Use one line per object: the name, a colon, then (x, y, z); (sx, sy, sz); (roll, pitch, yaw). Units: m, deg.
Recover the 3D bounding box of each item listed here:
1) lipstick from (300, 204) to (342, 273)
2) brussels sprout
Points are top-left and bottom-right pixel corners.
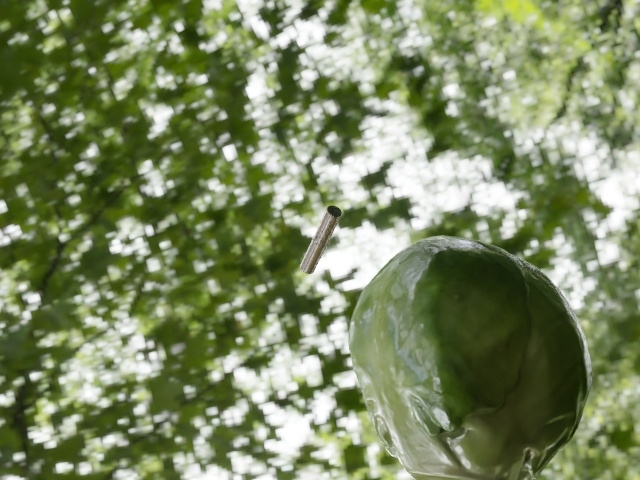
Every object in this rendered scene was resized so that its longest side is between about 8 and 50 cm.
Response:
lipstick: (0.000, 0.000, 1.537); (0.019, 0.094, 0.019); (13, -138, -12)
brussels sprout: (0.085, 0.072, 0.813); (0.155, 0.117, 0.155); (10, -109, -32)
